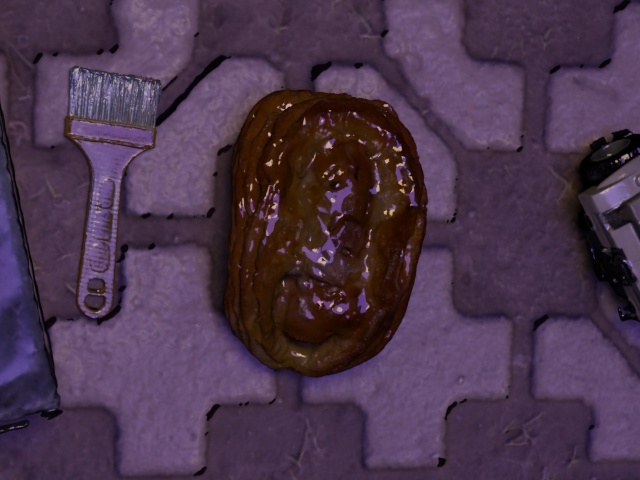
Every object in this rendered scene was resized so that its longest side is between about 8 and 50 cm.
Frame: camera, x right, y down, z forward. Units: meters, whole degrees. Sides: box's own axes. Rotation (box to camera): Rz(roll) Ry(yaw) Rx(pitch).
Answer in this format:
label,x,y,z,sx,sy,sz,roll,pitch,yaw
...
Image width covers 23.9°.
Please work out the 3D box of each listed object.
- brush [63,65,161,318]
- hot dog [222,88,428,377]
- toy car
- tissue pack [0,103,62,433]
label,x,y,z,sx,sy,sz,roll,pitch,yaw
brush,-0.189,-0.039,1.321,0.082,0.010,0.218,6,95,-17
hot dog,0.001,-0.002,1.328,0.175,0.114,0.259,3,95,-16
toy car,0.386,-0.052,1.436,0.301,0.118,0.193,-30,101,-12
tissue pack,-0.368,-0.009,1.217,0.259,0.122,0.361,-11,102,-12
